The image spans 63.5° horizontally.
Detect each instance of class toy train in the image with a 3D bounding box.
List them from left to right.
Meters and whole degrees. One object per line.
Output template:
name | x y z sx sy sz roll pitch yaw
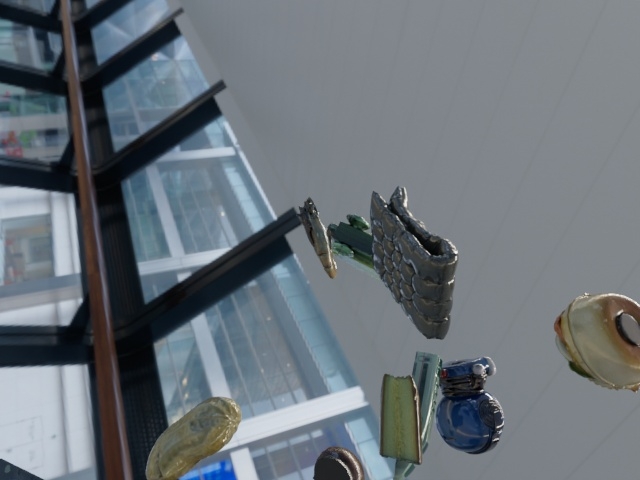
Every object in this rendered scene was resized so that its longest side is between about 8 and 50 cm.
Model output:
toy train | 0.230 0.060 2.096 0.443 0.179 0.272 27 -13 13
toy train | 0.311 0.559 1.635 0.086 0.088 0.406 61 41 -53

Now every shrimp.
shrimp | 0.008 -0.003 1.796 0.289 0.075 0.178 64 6 16

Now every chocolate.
chocolate | 0.046 0.558 1.235 0.127 0.124 0.133 53 12 19

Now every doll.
doll | 0.510 0.579 1.797 0.284 0.240 0.309 -28 -109 59

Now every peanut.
peanut | -0.405 0.637 1.662 0.174 0.340 0.158 53 -3 42

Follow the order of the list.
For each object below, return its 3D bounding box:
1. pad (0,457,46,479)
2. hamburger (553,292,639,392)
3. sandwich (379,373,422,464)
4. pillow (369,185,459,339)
pad | -0.730 0.610 1.118 0.170 0.245 0.006 14 -46 20
hamburger | 0.640 0.217 1.150 0.147 0.237 0.236 -55 -131 55
sandwich | 0.229 0.500 1.471 0.128 0.122 0.235 55 36 -75
pillow | 0.203 0.043 1.185 0.326 0.101 0.227 -116 -162 -55
